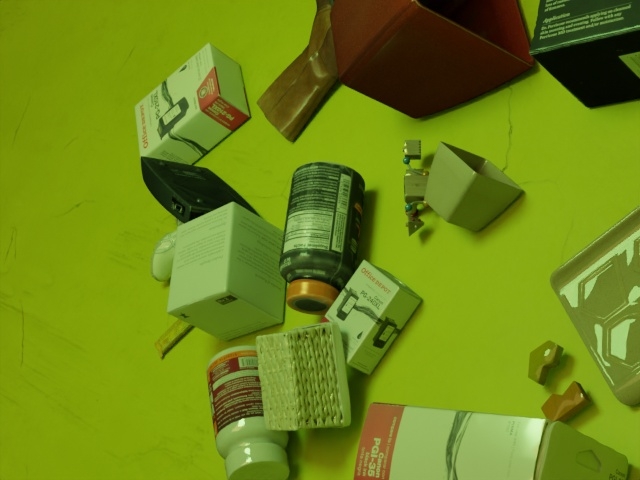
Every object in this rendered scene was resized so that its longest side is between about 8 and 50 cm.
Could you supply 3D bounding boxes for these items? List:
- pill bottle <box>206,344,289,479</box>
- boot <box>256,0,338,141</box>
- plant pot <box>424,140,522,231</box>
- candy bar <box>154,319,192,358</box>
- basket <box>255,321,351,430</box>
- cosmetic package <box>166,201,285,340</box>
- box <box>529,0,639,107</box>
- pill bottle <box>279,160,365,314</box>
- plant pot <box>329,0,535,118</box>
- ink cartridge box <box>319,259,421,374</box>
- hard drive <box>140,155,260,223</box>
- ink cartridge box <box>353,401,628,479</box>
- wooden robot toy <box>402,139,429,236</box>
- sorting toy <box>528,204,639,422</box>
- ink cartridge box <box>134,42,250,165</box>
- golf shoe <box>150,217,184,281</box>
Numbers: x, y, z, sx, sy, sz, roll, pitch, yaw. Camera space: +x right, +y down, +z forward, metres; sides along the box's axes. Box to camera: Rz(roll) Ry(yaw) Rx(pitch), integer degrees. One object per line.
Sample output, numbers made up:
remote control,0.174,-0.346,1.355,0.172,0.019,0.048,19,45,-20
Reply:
pill bottle,-0.118,0.293,1.853,0.121,0.121,0.221,-35,46,25
boot,-0.025,-0.364,2.211,0.280,0.096,0.264,-50,48,21
plant pot,0.227,-0.077,1.753,0.096,0.109,0.109,-61,39,17
candy bar,-0.262,0.163,2.154,0.161,0.018,0.040,-43,47,17
basket,-0.030,0.217,1.770,0.113,0.103,0.167,-14,80,56
cosmetic package,-0.164,0.059,2.017,0.151,0.151,0.183,-21,53,36
box,0.507,-0.388,1.598,0.343,0.179,0.312,-6,64,43
pill bottle,0.000,0.000,1.907,0.130,0.130,0.245,-14,58,39
plant pot,0.161,-0.364,1.887,0.236,0.267,0.267,-39,43,38
ink cartridge box,0.075,0.121,1.809,0.150,0.063,0.109,-56,41,4
hard drive,-0.241,-0.087,2.177,0.255,0.172,0.054,41,116,50
ink cartridge box,0.218,0.297,1.449,0.283,0.207,0.117,-2,67,45
wooden robot toy,0.177,-0.085,1.851,0.079,0.076,0.173,-2,59,5
sorting toy,0.405,0.106,1.514,0.307,0.041,0.229,-41,48,20
ink cartridge box,-0.274,-0.271,2.365,0.237,0.100,0.172,-36,45,24
golf shoe,-0.271,0.012,2.221,0.086,0.069,0.176,33,93,42
